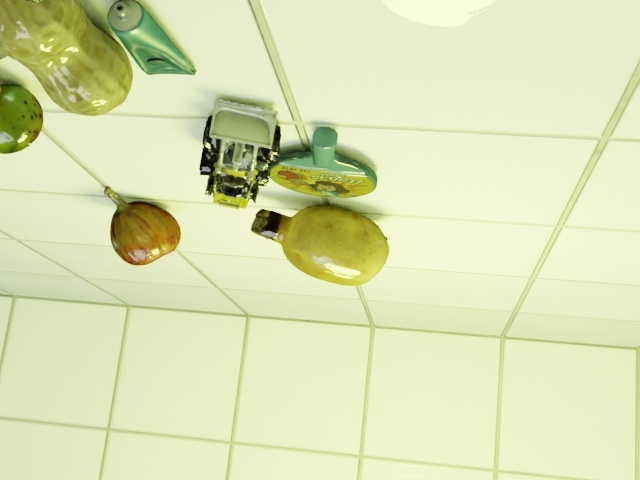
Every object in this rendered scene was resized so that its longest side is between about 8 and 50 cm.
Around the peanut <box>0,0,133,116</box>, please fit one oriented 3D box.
[{"bbox_3d":[-0.336,-0.249,1.113,0.120,0.136,0.298,-40,159,0],"label":"peanut"}]

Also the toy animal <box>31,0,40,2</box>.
[{"bbox_3d":[-0.248,-0.320,0.950,0.220,0.086,0.069,-13,167,3],"label":"toy animal"}]

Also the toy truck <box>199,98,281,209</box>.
[{"bbox_3d":[-0.143,-0.141,1.483,0.136,0.111,0.286,9,159,-6],"label":"toy truck"}]

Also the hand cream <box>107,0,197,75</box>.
[{"bbox_3d":[-0.239,-0.272,1.184,0.083,0.048,0.224,1,170,9],"label":"hand cream"}]

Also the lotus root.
[{"bbox_3d":[0.000,0.000,1.878,0.310,0.182,0.183,18,162,-19],"label":"lotus root"}]

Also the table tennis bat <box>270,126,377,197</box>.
[{"bbox_3d":[0.004,-0.135,1.598,0.215,0.044,0.329,9,167,0],"label":"table tennis bat"}]

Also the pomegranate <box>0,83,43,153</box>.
[{"bbox_3d":[-0.517,-0.207,1.408,0.130,0.130,0.130,6,165,2],"label":"pomegranate"}]

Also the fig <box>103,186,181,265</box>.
[{"bbox_3d":[-0.431,-0.024,2.002,0.202,0.149,0.148,33,-167,-4],"label":"fig"}]

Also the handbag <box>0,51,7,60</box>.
[{"bbox_3d":[-0.543,-0.268,1.155,0.213,0.127,0.235,21,148,-35],"label":"handbag"}]
